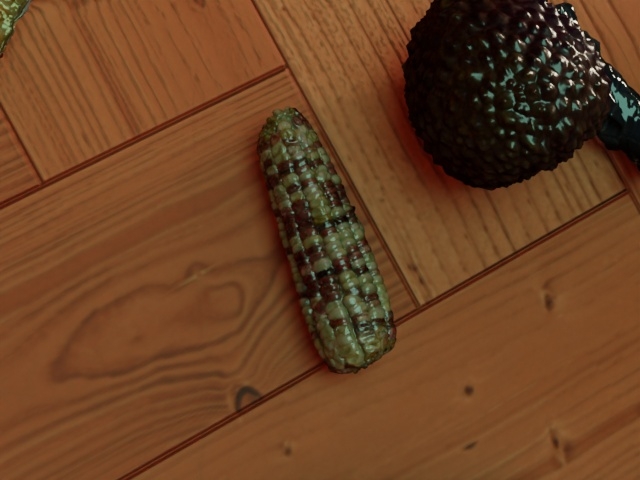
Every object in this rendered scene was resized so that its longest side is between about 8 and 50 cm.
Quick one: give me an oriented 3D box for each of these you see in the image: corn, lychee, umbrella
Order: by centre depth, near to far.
[{"bbox_3d":[0.000,0.000,1.447,0.079,0.079,0.237,-19,82,-21],"label":"corn"},{"bbox_3d":[0.157,-0.141,1.468,0.188,0.188,0.188,4,78,-18],"label":"lychee"},{"bbox_3d":[0.251,-0.147,1.566,0.071,0.080,0.224,-39,90,14],"label":"umbrella"}]

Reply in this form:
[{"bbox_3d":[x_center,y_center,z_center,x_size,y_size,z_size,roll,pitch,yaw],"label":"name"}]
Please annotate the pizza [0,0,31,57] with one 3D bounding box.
[{"bbox_3d":[-0.286,-0.228,1.403,0.127,0.058,0.246,17,73,-13],"label":"pizza"}]
